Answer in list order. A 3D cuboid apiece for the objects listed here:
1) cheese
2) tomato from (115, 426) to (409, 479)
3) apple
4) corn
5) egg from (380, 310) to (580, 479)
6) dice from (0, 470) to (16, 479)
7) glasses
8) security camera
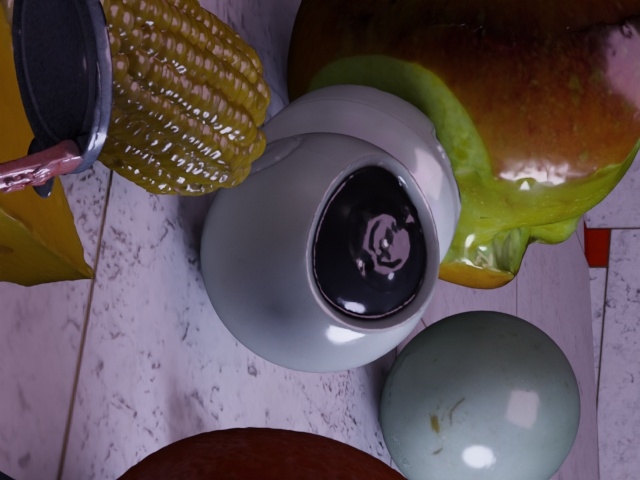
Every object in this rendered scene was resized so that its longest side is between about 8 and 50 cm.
[{"bbox_3d":[-0.189,-0.033,0.823,0.171,0.093,0.126,64,23,-44],"label":"cheese"},{"bbox_3d":[-0.033,0.236,0.940,0.265,0.265,0.265,-7,90,-72],"label":"tomato"},{"bbox_3d":[0.150,-0.126,1.466,0.384,0.374,0.374,49,-14,50],"label":"apple"},{"bbox_3d":[-0.125,-0.114,0.997,0.347,0.130,0.130,37,48,-65],"label":"corn"},{"bbox_3d":[0.166,0.174,1.649,0.283,0.203,0.203,-5,87,-67],"label":"egg"},{"bbox_3d":[-0.185,0.199,0.605,0.182,0.183,0.181,-57,134,-65],"label":"dice"},{"bbox_3d":[-0.230,-0.111,0.654,0.268,0.118,0.234,-17,82,-36],"label":"glasses"},{"bbox_3d":[0.000,0.000,1.254,0.236,0.194,0.194,-54,134,-57],"label":"security camera"}]
